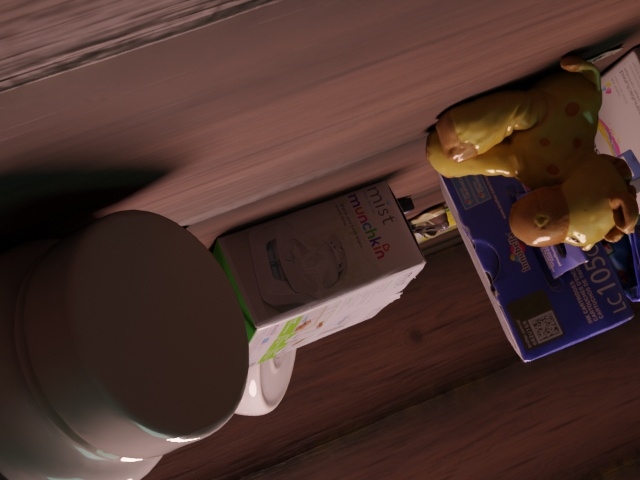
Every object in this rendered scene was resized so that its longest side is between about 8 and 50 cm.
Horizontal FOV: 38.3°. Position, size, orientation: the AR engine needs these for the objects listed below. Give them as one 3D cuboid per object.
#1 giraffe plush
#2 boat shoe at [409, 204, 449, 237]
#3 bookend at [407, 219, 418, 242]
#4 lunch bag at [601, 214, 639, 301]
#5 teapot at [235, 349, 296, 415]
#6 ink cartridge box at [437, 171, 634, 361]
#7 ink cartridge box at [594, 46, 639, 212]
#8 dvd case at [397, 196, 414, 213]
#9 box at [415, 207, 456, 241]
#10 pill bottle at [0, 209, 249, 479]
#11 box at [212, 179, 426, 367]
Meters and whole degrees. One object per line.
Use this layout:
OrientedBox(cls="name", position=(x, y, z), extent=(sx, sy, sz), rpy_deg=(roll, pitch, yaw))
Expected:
OrientedBox(cls="giraffe plush", position=(0.226, -0.066, 0.897), extent=(0.210, 0.171, 0.181), rpy_deg=(-24, 173, 23))
OrientedBox(cls="boat shoe", position=(0.205, -0.028, 1.763), extent=(0.056, 0.049, 0.152), rpy_deg=(-21, 174, -12))
OrientedBox(cls="bookend", position=(0.083, 0.028, 1.722), extent=(0.156, 0.072, 0.157), rpy_deg=(-26, 172, 27))
OrientedBox(cls="lunch bag", position=(0.474, -0.047, 1.371), extent=(0.221, 0.293, 0.138), rpy_deg=(-17, 173, -42))
OrientedBox(cls="teapot", position=(-0.157, 0.172, 1.557), extent=(0.187, 0.253, 0.256), rpy_deg=(6, 150, 14))
OrientedBox(cls="ink cartridge box", position=(0.270, 0.004, 1.209), extent=(0.151, 0.270, 0.395), rpy_deg=(-24, 174, 9))
OrientedBox(cls="ink cartridge box", position=(0.361, -0.117, 1.009), extent=(0.093, 0.154, 0.212), rpy_deg=(-21, 174, -10))
OrientedBox(cls="dvd case", position=(0.000, 0.000, 1.414), extent=(0.253, 0.022, 0.180), rpy_deg=(-27, 172, 41))
OrientedBox(cls="box", position=(0.246, -0.037, 1.878), extent=(0.179, 0.043, 0.105), rpy_deg=(-22, 174, 27))
OrientedBox(cls="pill bottle", position=(-0.243, 0.121, 0.737), extent=(0.361, 0.204, 0.204), rpy_deg=(-26, 173, 31))
OrientedBox(cls="box", position=(-0.020, 0.057, 1.194), extent=(0.231, 0.127, 0.262), rpy_deg=(-21, 166, -18))
